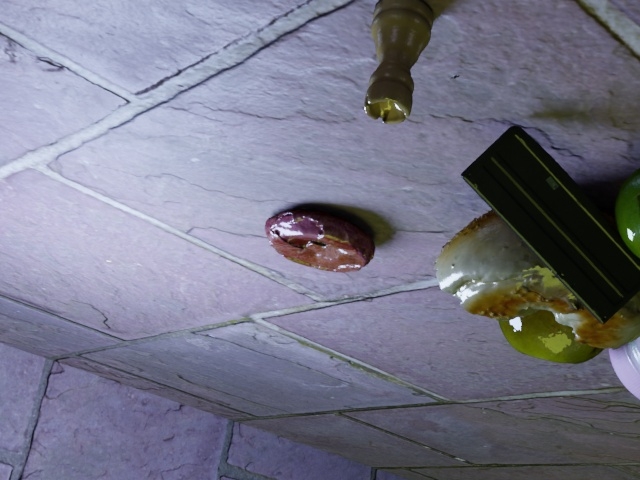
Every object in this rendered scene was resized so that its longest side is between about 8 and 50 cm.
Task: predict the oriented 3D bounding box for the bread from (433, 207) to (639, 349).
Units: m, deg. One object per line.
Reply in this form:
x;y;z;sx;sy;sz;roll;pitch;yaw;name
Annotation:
0.322;0.027;1.347;0.314;0.171;0.192;12;153;0;bread

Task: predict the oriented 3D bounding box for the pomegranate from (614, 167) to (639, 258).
0.425;-0.023;1.205;0.143;0.169;0.122;-8;-164;-32;pomegranate

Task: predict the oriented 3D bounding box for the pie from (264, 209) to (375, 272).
0.000;0.000;1.582;0.182;0.049;0.182;13;160;5;pie

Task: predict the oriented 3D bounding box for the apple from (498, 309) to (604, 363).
0.368;0.108;1.529;0.196;0.157;0.196;14;180;0;apple

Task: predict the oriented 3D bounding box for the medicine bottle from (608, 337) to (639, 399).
0.566;0.121;1.431;0.202;0.202;0.316;10;159;0;medicine bottle

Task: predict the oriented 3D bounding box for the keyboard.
0.259;-0.052;1.204;0.381;0.103;0.041;44;-175;-20;keyboard

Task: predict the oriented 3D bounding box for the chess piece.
0.078;-0.181;1.008;0.066;0.122;0.066;8;158;3;chess piece
